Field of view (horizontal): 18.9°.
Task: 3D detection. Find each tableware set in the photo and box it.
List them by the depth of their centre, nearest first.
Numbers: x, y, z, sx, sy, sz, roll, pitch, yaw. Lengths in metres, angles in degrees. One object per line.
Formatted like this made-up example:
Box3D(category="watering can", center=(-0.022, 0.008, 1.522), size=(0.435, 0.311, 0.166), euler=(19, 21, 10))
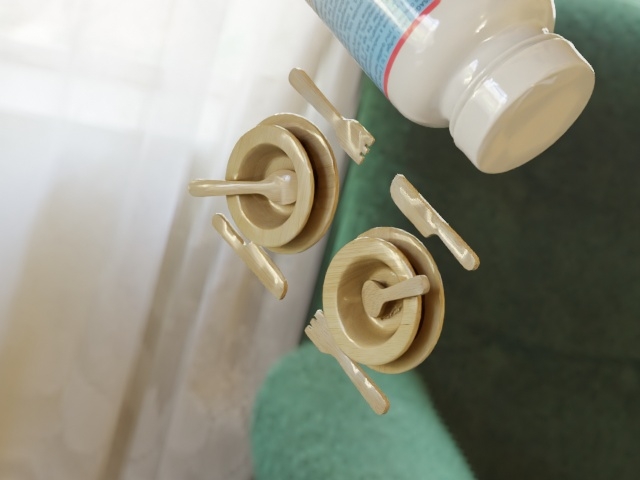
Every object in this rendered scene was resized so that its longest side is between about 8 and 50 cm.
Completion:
Box3D(category="tableware set", center=(0.000, 0.000, 1.143), size=(0.039, 0.128, 0.194), euler=(-3, 42, -46))

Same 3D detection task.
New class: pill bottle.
Box3D(category="pill bottle", center=(0.049, -0.109, 0.867), size=(0.087, 0.087, 0.160), euler=(-8, 52, -47))
